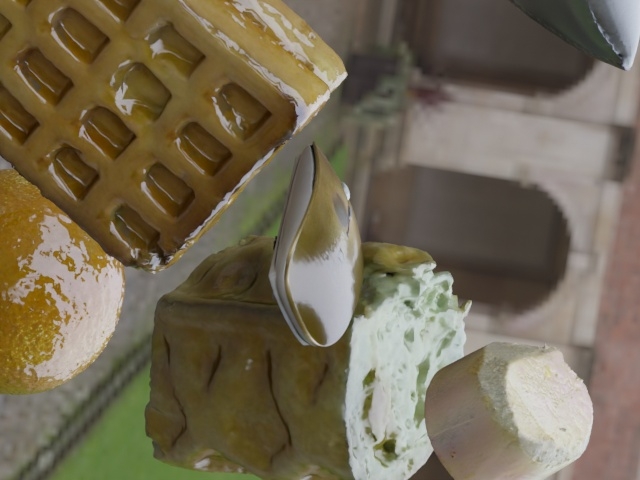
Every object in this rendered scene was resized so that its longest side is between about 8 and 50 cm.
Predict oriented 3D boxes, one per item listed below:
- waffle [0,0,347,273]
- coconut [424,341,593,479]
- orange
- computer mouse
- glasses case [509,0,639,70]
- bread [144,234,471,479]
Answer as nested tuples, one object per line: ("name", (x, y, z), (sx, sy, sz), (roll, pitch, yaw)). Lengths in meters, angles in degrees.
("waffle", (-0.168, -0.150, 1.340), (0.224, 0.328, 0.098), (-44, -174, 31))
("coconut", (0.140, 0.141, 1.478), (0.122, 0.116, 0.116), (-34, -145, 45))
("orange", (-0.364, 0.046, 2.238), (0.274, 0.274, 0.274), (9, 90, -86))
("computer mouse", (0.002, 0.000, 1.527), (0.199, 0.045, 0.102), (-77, 148, -53))
("glasses case", (0.130, -0.216, 0.966), (0.128, 0.083, 0.308), (54, -8, 31))
("bread", (-0.014, 0.106, 1.681), (0.196, 0.252, 0.238), (-3, 104, -51))
